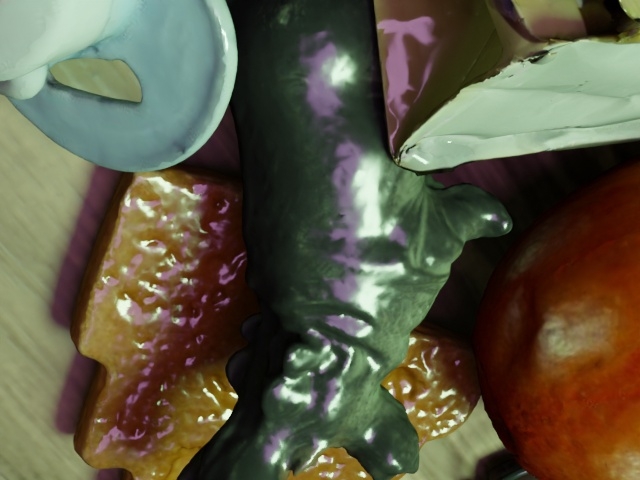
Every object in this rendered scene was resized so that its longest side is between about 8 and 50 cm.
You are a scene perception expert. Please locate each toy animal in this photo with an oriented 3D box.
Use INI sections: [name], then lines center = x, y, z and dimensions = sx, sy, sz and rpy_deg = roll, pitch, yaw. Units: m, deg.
[toy animal]
center = 0.015, 0.006, 0.688
dimensions = 0.168, 0.106, 0.343
rpy_deg = 2, 94, -23

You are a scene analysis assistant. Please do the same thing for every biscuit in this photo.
[biscuit]
center = -0.044, 0.077, 0.777
dimensions = 0.284, 0.043, 0.306
rpy_deg = -28, 114, -5

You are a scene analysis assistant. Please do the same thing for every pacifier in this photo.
[pacifier]
center = -0.106, -0.182, 0.600
dimensions = 0.225, 0.238, 0.287
rpy_deg = -32, 124, -39

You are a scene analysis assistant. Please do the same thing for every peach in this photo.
[peach]
center = 0.232, 0.065, 0.757
dimensions = 0.281, 0.238, 0.281
rpy_deg = -16, 153, -8

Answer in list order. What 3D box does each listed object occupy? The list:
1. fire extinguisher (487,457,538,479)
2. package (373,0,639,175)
[fire extinguisher]
center = 0.168, 0.159, 0.871
dimensions = 0.157, 0.045, 0.078
rpy_deg = -21, 150, -8
[package]
center = 0.194, -0.156, 0.630
dimensions = 0.311, 0.165, 0.221
rpy_deg = -8, 96, -32
